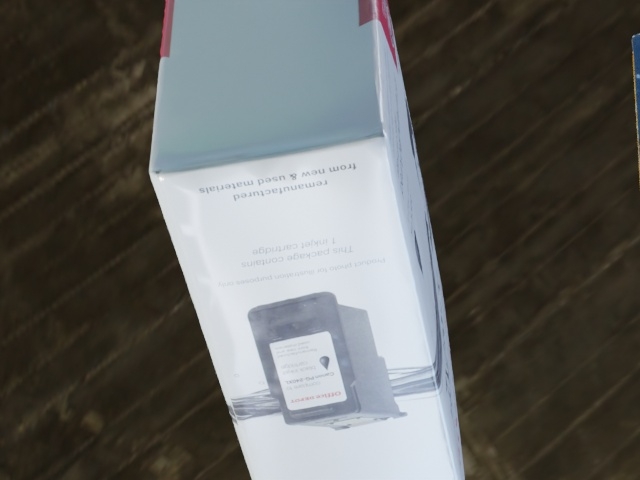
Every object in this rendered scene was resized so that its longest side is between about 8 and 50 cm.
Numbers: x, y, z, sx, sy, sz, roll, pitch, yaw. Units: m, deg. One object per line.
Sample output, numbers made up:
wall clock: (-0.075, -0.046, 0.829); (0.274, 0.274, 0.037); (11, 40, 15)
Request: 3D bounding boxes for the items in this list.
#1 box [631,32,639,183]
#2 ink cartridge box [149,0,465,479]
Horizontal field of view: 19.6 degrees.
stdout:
box: (0.176, 0.037, 0.740); (0.044, 0.159, 0.233); (-3, -91, 29)
ink cartridge box: (0.000, 0.000, 0.538); (0.063, 0.150, 0.109); (-9, -139, 6)
